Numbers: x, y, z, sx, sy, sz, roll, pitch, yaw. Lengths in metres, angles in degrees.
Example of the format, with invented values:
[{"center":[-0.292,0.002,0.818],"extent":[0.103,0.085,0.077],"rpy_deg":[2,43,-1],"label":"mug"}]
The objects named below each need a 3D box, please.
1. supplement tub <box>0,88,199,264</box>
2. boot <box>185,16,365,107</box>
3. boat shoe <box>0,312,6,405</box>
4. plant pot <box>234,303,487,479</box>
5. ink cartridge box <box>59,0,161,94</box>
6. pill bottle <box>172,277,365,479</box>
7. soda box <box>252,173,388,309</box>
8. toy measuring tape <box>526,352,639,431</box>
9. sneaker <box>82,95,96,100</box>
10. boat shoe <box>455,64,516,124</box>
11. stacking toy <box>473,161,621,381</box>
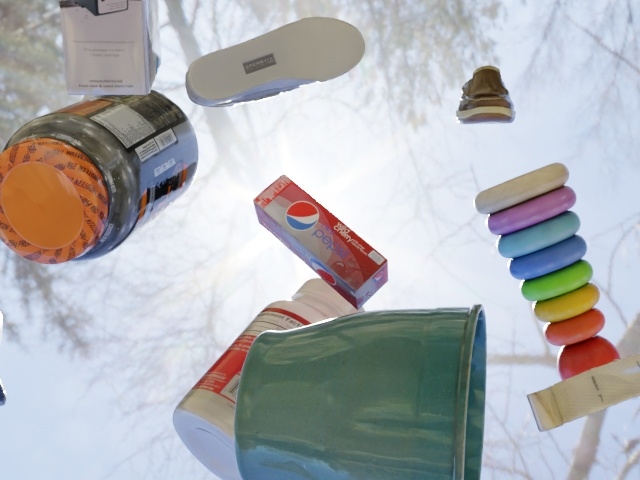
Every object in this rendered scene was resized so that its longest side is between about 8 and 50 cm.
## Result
[{"center":[-0.320,-0.096,1.354],"extent":[0.207,0.207,0.338],"rpy_deg":[-13,-165,17],"label":"supplement tub"},{"center":[-0.071,-0.252,1.356],"extent":[0.258,0.095,0.123],"rpy_deg":[-14,-174,-10],"label":"boot"},{"center":[-0.283,0.074,0.371],"extent":[0.302,0.114,0.091],"rpy_deg":[-4,-112,-5],"label":"boat shoe"},{"center":[0.049,0.200,1.065],"extent":[0.255,0.272,0.272],"rpy_deg":[2,-145,15],"label":"plant pot"},{"center":[-0.198,-0.246,0.895],"extent":[0.082,0.191,0.140],"rpy_deg":[-2,-158,-3],"label":"ink cartridge box"},{"center":[-0.081,0.267,1.863],"extent":[0.229,0.229,0.408],"rpy_deg":[6,-138,42],"label":"pill bottle"},{"center":[0.000,0.000,1.685],"extent":[0.083,0.092,0.263],"rpy_deg":[-43,-111,-15],"label":"soda box"},{"center":[0.313,0.088,0.749],"extent":[0.330,0.121,0.121],"rpy_deg":[-24,-153,21],"label":"toy measuring tape"},{"center":[-0.339,-0.283,1.638],"extent":[0.080,0.094,0.212],"rpy_deg":[17,-102,31],"label":"sneaker"},{"center":[0.267,-0.241,1.564],"extent":[0.095,0.095,0.257],"rpy_deg":[-1,-172,3],"label":"boat shoe"},{"center":[0.339,0.063,1.342],"extent":[0.141,0.331,0.141],"rpy_deg":[-22,178,-1],"label":"stacking toy"}]
